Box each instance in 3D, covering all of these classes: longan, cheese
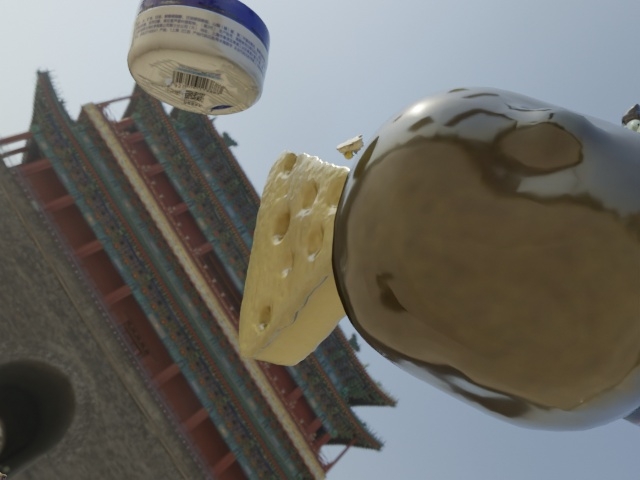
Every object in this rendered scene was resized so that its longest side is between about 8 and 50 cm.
[{"bbox_3d":[0.186,0.009,0.530,0.361,0.361,0.361,26,-48,33],"label":"longan"},{"bbox_3d":[0.000,-0.001,0.841,0.384,0.104,0.384,-40,-139,46],"label":"cheese"}]

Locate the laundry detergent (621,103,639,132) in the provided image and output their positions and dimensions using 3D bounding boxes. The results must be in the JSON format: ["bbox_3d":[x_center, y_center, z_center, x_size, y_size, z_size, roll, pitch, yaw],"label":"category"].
[{"bbox_3d":[0.767,-0.195,1.270,0.105,0.215,0.280,-5,-95,31],"label":"laundry detergent"}]

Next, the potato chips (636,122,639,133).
[{"bbox_3d":[0.521,-0.210,0.747,0.026,0.142,0.209,41,-52,10],"label":"potato chips"}]

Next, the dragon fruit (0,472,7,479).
[{"bbox_3d":[-0.311,0.282,0.500,0.125,0.125,0.246,-18,-88,47],"label":"dragon fruit"}]

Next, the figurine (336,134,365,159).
[{"bbox_3d":[0.090,-0.253,1.458,0.083,0.047,0.050,-21,-69,18],"label":"figurine"}]

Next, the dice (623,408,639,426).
[{"bbox_3d":[0.409,0.151,0.698,0.146,0.143,0.146,28,-79,19],"label":"dice"}]

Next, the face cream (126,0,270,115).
[{"bbox_3d":[-0.183,-0.276,0.801,0.206,0.206,0.111,-7,-107,48],"label":"face cream"}]
